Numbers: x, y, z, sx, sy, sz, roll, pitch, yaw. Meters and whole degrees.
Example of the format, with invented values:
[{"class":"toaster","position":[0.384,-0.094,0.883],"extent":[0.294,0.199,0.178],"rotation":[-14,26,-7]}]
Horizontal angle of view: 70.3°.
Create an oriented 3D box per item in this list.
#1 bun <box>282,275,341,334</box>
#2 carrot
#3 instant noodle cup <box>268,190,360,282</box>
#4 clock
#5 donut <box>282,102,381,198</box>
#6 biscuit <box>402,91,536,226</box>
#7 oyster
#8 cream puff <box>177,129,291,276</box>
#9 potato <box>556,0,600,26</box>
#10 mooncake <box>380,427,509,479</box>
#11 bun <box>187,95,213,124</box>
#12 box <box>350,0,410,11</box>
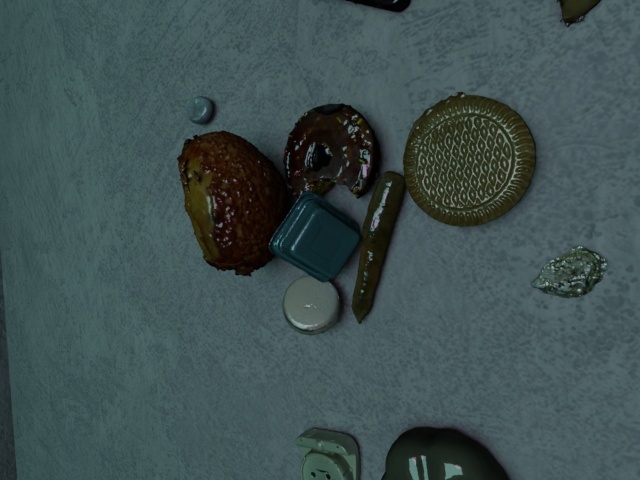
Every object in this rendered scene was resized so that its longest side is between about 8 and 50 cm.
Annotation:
[{"class":"bun","position":[-0.018,0.154,1.052],"extent":[0.138,0.094,0.138],"rotation":[-2,67,5]},{"class":"carrot","position":[0.113,0.020,0.979],"extent":[0.070,0.070,0.343],"rotation":[20,104,30]},{"class":"instant noodle cup","position":[0.000,0.000,0.965],"extent":[0.157,0.179,0.070],"rotation":[-57,30,0]},{"class":"clock","position":[0.018,0.546,1.060],"extent":[0.151,0.062,0.191],"rotation":[-6,89,32]},{"class":"donut","position":[0.027,-0.186,1.006],"extent":[0.230,0.096,0.216],"rotation":[-17,81,32]},{"class":"biscuit","position":[0.272,-0.153,0.862],"extent":[0.259,0.079,0.260],"rotation":[3,95,32]},{"class":"oyster","position":[0.433,0.056,0.792],"extent":[0.098,0.037,0.100],"rotation":[25,105,28]},{"class":"cream puff","position":[-0.184,-0.085,1.036],"extent":[0.228,0.350,0.351],"rotation":[-12,84,-7]},{"class":"potato","position":[0.436,-0.501,0.737],"extent":[0.138,0.098,0.244],"rotation":[-14,86,30]},{"class":"mooncake","position":[0.236,0.506,0.882],"extent":[0.274,0.135,0.275],"rotation":[-2,87,32]},{"class":"bun","position":[-0.329,-0.357,1.251],"extent":[0.083,0.045,0.084],"rotation":[1,92,29]},{"class":"box","position":[0.068,-0.637,0.984],"extent":[0.350,0.058,0.211],"rotation":[29,106,28]}]
